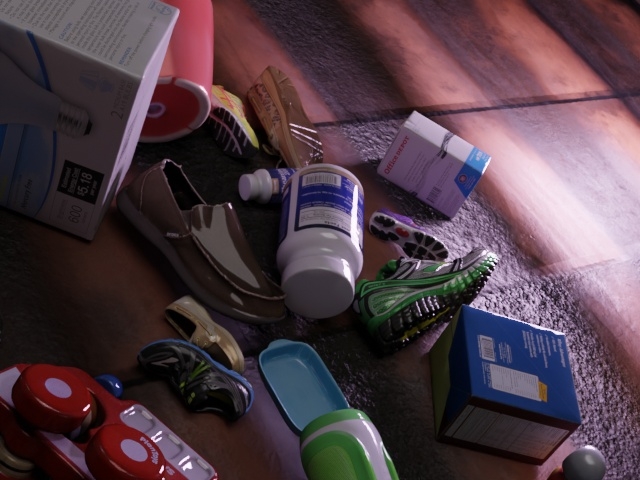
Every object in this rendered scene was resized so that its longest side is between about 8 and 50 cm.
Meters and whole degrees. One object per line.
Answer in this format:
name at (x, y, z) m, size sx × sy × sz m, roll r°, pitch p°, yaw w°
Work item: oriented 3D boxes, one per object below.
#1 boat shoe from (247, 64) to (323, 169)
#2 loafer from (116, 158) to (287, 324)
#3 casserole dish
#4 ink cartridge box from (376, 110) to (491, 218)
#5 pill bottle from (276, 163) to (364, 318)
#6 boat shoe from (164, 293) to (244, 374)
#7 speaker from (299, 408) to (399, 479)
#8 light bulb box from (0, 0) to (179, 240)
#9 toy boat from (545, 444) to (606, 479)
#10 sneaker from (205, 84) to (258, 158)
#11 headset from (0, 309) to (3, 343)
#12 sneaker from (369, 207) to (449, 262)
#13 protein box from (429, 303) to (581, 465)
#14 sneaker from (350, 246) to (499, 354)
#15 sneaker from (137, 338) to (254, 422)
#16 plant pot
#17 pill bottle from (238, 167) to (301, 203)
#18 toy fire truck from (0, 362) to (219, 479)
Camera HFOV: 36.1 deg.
boat shoe at (-0.074, -0.227, 1.992) m, size 0.104 × 0.089 × 0.285 m, roll 26°, pitch 35°, yaw -45°
loafer at (-0.187, -0.003, 1.624) m, size 0.366 × 0.130 × 0.134 m, roll 41°, pitch 18°, yaw 15°
casserole dish at (-0.030, 0.241, 1.564) m, size 0.114 × 0.037 × 0.188 m, roll -11°, pitch 53°, yaw -36°
ink cartridge box at (0.234, -0.156, 2.035) m, size 0.191 × 0.139 × 0.082 m, roll 33°, pitch 42°, yaw 5°
pill bottle at (0.000, 0.000, 1.737) m, size 0.153 × 0.153 × 0.264 m, roll 18°, pitch 42°, yaw -12°
boat shoe at (-0.186, 0.156, 1.549) m, size 0.059 × 0.063 × 0.170 m, roll -20°, pitch 51°, yaw -38°
speaker at (0.061, 0.393, 1.391) m, size 0.131 × 0.131 × 0.296 m, roll 2°, pitch 47°, yaw -27°
light bulb box at (-0.464, -0.249, 1.576) m, size 0.361 × 0.358 × 0.225 m, roll 21°, pitch 39°, yaw -7°
toy boat at (0.353, 0.450, 1.479) m, size 0.267 × 0.148 × 0.318 m, roll 30°, pitch 41°, yaw 2°
sneaker at (-0.176, -0.246, 1.945) m, size 0.094 × 0.081 × 0.208 m, roll -17°, pitch 57°, yaw -42°
headset at (-0.566, -0.009, 1.399) m, size 0.185 × 0.243 × 0.394 m, roll -25°, pitch 79°, yaw -16°
sneaker at (0.179, -0.016, 1.921) m, size 0.170 × 0.068 × 0.071 m, roll 33°, pitch 35°, yaw 6°
protein box at (0.309, 0.246, 1.671) m, size 0.201 × 0.136 × 0.200 m, roll 17°, pitch 42°, yaw -14°
sneaker at (0.195, 0.072, 1.787) m, size 0.343 × 0.134 × 0.146 m, roll -21°, pitch 60°, yaw -41°
sneaker at (-0.190, 0.211, 1.481) m, size 0.188 × 0.067 × 0.078 m, roll 30°, pitch 35°, yaw -3°
plant pot at (-0.319, -0.335, 1.839) m, size 0.275 × 0.275 × 0.243 m, roll 3°, pitch 58°, yaw -27°
pill bottle at (-0.090, -0.103, 1.856) m, size 0.120 × 0.067 × 0.067 m, roll -5°, pitch 51°, yaw -33°
toy fire truck at (-0.302, 0.273, 1.312) m, size 0.302 × 0.169 × 0.254 m, roll 38°, pitch 17°, yaw 11°
